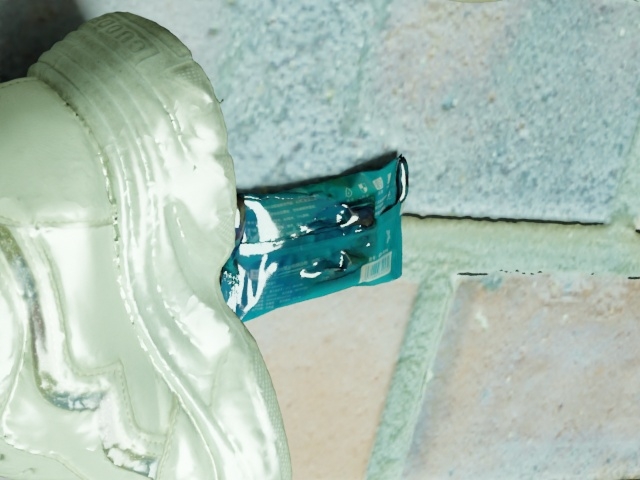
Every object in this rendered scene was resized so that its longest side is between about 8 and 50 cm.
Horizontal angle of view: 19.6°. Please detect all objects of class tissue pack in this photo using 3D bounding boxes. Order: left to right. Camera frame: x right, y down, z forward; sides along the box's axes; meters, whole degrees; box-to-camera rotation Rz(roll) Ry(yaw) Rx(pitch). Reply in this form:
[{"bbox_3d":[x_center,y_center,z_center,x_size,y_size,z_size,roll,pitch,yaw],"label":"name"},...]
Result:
[{"bbox_3d":[0.000,0.000,1.092,0.138,0.028,0.085,-14,119,-32],"label":"tissue pack"}]

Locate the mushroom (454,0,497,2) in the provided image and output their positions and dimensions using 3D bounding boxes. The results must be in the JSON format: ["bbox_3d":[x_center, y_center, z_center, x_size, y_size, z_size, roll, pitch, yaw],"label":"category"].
[{"bbox_3d":[0.106,-0.219,0.947,0.207,0.215,0.207,-11,111,-31],"label":"mushroom"}]

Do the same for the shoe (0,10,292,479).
[{"bbox_3d":[-0.141,0.071,0.939,0.210,0.132,0.342,-24,121,-26],"label":"shoe"}]
